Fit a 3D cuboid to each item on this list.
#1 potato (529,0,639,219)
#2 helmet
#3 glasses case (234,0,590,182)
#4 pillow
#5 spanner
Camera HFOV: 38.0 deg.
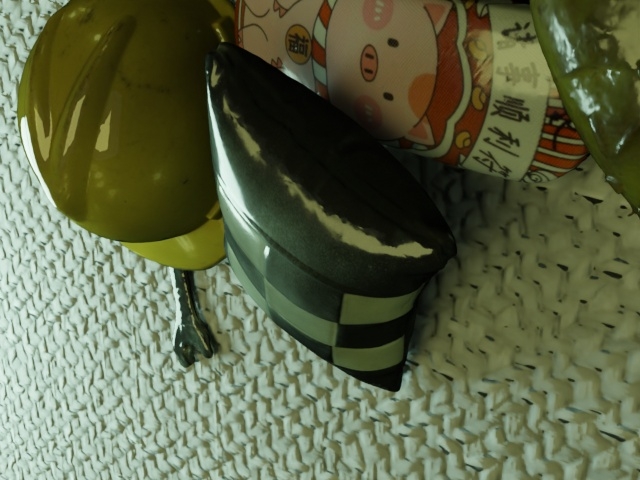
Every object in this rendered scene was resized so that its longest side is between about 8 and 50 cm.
[{"bbox_3d":[0.180,-0.102,0.433,0.149,0.113,0.251,-16,100,16],"label":"potato"},{"bbox_3d":[-0.159,-0.084,0.712,0.205,0.140,0.257,15,111,27],"label":"helmet"},{"bbox_3d":[0.051,-0.112,0.580,0.267,0.067,0.103,22,125,35],"label":"glasses case"},{"bbox_3d":[0.000,0.000,0.614,0.186,0.106,0.250,43,160,16],"label":"pillow"},{"bbox_3d":[-0.130,-0.007,0.813,0.054,0.015,0.254,2,107,38],"label":"spanner"}]
